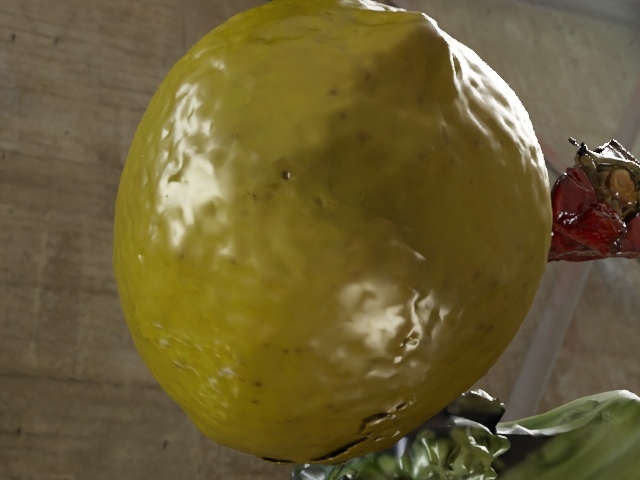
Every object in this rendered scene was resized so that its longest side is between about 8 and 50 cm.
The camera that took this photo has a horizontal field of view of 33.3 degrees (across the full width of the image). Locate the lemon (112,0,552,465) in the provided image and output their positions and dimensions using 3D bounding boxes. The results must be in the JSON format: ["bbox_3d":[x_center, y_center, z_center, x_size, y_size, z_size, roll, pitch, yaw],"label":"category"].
[{"bbox_3d":[0.000,0.000,0.628,0.253,0.310,0.253,10,-137,-9],"label":"lemon"}]

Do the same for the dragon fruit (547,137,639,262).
[{"bbox_3d":[0.191,-0.033,0.794,0.192,0.122,0.092,8,-100,-67],"label":"dragon fruit"}]

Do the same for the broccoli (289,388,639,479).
[{"bbox_3d":[0.139,0.218,0.800,0.281,0.293,0.348,-40,-136,-4],"label":"broccoli"}]
